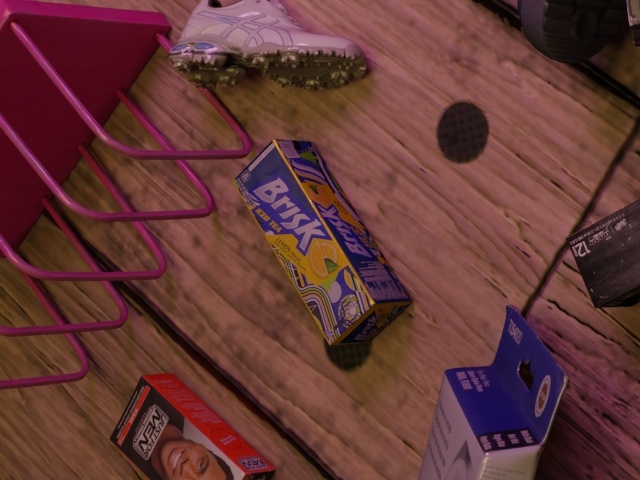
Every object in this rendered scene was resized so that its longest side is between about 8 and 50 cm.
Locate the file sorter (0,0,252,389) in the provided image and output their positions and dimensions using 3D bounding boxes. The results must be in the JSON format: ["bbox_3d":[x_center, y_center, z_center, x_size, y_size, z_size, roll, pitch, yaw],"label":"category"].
[{"bbox_3d":[-0.227,-0.032,1.621,0.182,0.202,0.291,50,118,23],"label":"file sorter"}]

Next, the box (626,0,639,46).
[{"bbox_3d":[0.300,-0.295,1.228,0.242,0.076,0.307,-9,84,11],"label":"box"}]

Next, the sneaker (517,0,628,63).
[{"bbox_3d":[0.177,-0.287,1.376,0.131,0.112,0.319,12,90,46],"label":"sneaker"}]

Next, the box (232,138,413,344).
[{"bbox_3d":[0.000,0.000,1.534,0.059,0.054,0.169,-44,64,29],"label":"box"}]

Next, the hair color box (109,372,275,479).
[{"bbox_3d":[-0.111,0.182,1.625,0.141,0.043,0.072,38,111,31],"label":"hair color box"}]

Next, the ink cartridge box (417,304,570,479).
[{"bbox_3d":[0.109,0.170,1.365,0.045,0.223,0.224,13,99,-6],"label":"ink cartridge box"}]

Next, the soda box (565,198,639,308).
[{"bbox_3d":[0.260,-0.011,1.333,0.169,0.053,0.060,-31,72,34],"label":"soda box"}]

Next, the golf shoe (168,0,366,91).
[{"bbox_3d":[-0.040,-0.171,1.562,0.176,0.069,0.086,6,70,26],"label":"golf shoe"}]
